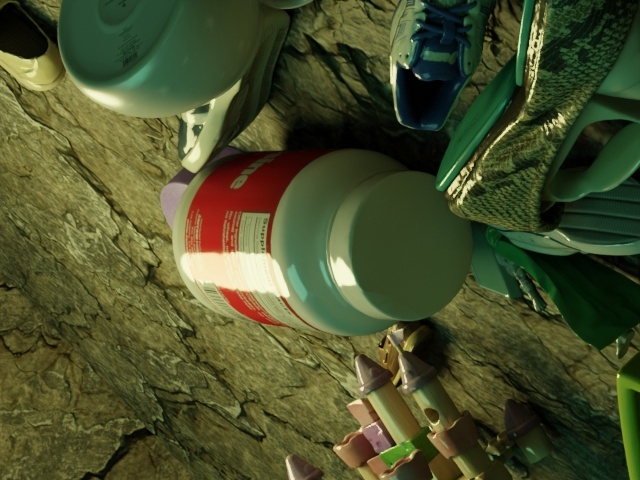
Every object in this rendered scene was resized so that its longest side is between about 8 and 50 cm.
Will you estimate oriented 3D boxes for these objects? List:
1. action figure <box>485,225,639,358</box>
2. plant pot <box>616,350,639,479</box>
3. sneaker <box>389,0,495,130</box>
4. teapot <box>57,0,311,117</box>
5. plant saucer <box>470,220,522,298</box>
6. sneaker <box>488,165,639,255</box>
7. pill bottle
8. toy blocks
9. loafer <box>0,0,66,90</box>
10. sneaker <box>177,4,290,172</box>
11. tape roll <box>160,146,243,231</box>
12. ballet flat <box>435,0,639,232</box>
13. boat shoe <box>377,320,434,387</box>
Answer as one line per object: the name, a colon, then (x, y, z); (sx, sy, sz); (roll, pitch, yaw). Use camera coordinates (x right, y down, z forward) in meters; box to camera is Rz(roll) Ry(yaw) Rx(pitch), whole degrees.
action figure: (0.271, 0.044, 1.830); (0.232, 0.137, 0.063); (39, 134, 35)
plant pot: (0.449, 0.182, 1.620); (0.228, 0.207, 0.227); (24, 146, 37)
sneaker: (0.126, -0.217, 1.527); (0.111, 0.131, 0.296); (6, 148, 0)
teapot: (-0.149, -0.242, 1.799); (0.187, 0.253, 0.256); (20, -174, -44)
plant saucer: (0.192, -0.001, 1.995); (0.067, 0.018, 0.192); (22, 150, 42)
sneaker: (0.277, -0.027, 1.742); (0.091, 0.094, 0.258); (33, 170, -37)
pill bottle: (0.000, 0.000, 2.034); (0.229, 0.229, 0.407); (53, 156, -22)
toy blocks: (0.122, 0.263, 2.276); (0.260, 0.309, 0.288); (56, 143, 1)
loafer: (-0.495, -0.334, 2.464); (0.268, 0.102, 0.092); (33, 156, 2)
sneaker: (-0.145, -0.220, 2.040); (0.148, 0.131, 0.350); (39, 147, 7)
tape roll: (-0.103, -0.008, 2.380); (0.274, 0.090, 0.275); (35, 156, 18)
ballet flat: (0.239, -0.148, 1.505); (0.182, 0.164, 0.483); (20, 151, 2)
boat shoe: (0.115, 0.157, 2.347); (0.060, 0.064, 0.178); (43, 152, 16)
